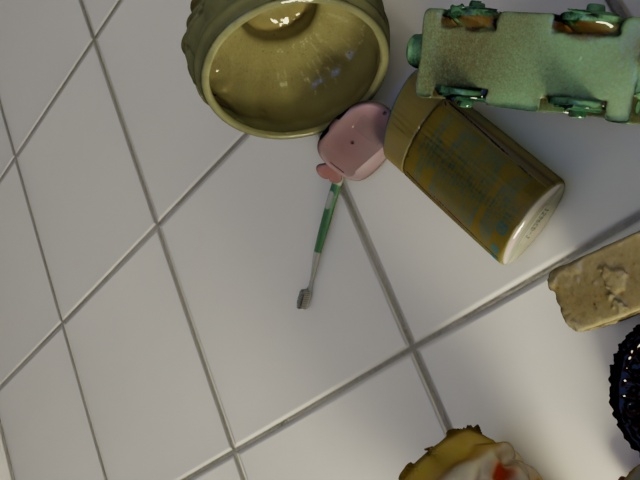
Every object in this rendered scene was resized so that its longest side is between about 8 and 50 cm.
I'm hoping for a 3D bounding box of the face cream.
[{"bbox_3d":[0.194,-0.107,1.072,0.285,0.067,0.139,48,122,31],"label":"face cream"}]

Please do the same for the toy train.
[{"bbox_3d":[0.260,-0.218,0.942,0.326,0.159,0.129,16,106,39],"label":"toy train"}]

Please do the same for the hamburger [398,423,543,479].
[{"bbox_3d":[0.200,0.394,0.957,0.236,0.276,0.277,35,116,37],"label":"hamburger"}]

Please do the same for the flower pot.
[{"bbox_3d":[-0.061,-0.328,1.172,0.307,0.307,0.244,-44,46,36],"label":"flower pot"}]

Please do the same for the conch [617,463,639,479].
[{"bbox_3d":[0.421,0.318,0.876,0.176,0.094,0.105,-121,33,-62],"label":"conch"}]

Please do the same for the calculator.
[{"bbox_3d":[0.053,-0.147,1.201,0.103,0.024,0.166,36,125,-10],"label":"calculator"}]

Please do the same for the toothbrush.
[{"bbox_3d":[0.000,0.000,1.301,0.018,0.024,0.257,30,111,39],"label":"toothbrush"}]

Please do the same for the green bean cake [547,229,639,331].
[{"bbox_3d":[0.363,0.038,0.882,0.179,0.109,0.085,-31,70,40],"label":"green bean cake"}]

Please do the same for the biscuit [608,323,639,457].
[{"bbox_3d":[0.415,0.172,0.875,0.194,0.053,0.195,1,92,45],"label":"biscuit"}]
